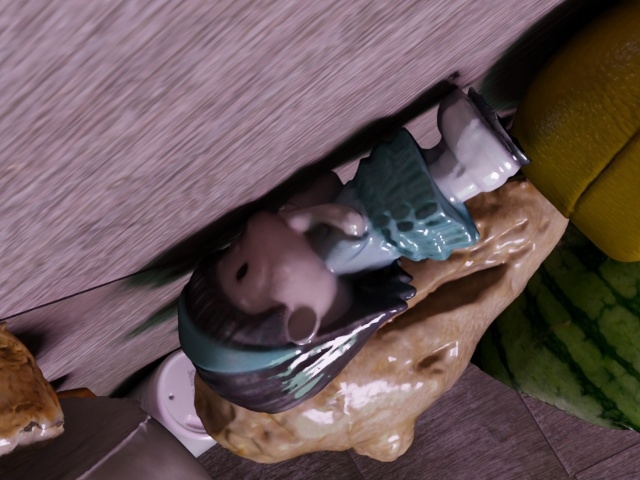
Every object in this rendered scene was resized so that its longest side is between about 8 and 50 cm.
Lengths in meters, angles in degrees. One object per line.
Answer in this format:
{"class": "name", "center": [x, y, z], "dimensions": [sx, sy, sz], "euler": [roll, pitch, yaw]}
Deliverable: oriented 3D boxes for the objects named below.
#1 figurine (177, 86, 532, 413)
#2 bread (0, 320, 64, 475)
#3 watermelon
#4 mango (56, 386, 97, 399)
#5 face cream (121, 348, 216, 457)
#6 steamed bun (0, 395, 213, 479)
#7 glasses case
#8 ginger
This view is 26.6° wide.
{"class": "figurine", "center": [0.017, 0.005, 0.835], "dimensions": [0.245, 0.110, 0.138], "euler": [-38, -170, 9]}
{"class": "bread", "center": [-0.189, 0.094, 0.710], "dimensions": [0.083, 0.070, 0.076], "euler": [-19, 166, -49]}
{"class": "watermelon", "center": [0.240, -0.003, 1.190], "dimensions": [0.330, 0.331, 0.189], "euler": [-33, 135, 22]}
{"class": "mango", "center": [-0.261, 0.219, 1.042], "dimensions": [0.236, 0.136, 0.166], "euler": [-18, 170, -41]}
{"class": "face cream", "center": [-0.184, 0.209, 1.439], "dimensions": [0.102, 0.102, 0.345], "euler": [-27, 172, -32]}
{"class": "steamed bun", "center": [-0.196, 0.233, 0.794], "dimensions": [0.324, 0.206, 0.324], "euler": [-16, -170, 3]}
{"class": "glasses case", "center": [0.223, -0.082, 0.922], "dimensions": [0.173, 0.141, 0.371], "euler": [-46, 171, 9]}
{"class": "ginger", "center": [0.060, 0.049, 1.050], "dimensions": [0.354, 0.190, 0.126], "euler": [-41, -168, -13]}
